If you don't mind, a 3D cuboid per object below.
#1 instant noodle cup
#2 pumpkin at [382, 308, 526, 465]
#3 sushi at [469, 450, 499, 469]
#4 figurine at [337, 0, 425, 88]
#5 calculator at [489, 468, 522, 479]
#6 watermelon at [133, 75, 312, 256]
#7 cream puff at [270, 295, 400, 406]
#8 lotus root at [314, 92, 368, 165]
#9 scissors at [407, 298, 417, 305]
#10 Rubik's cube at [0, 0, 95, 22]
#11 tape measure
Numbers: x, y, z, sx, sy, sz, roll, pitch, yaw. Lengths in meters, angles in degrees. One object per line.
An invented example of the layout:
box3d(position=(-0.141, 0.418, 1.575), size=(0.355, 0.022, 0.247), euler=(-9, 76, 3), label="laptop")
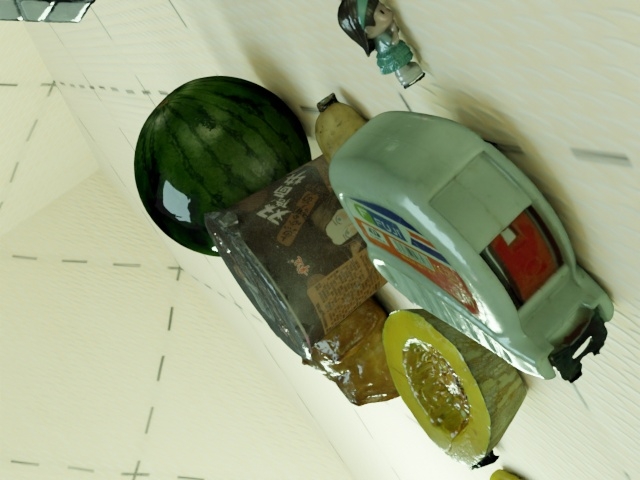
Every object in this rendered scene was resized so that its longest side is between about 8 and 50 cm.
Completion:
box3d(position=(0.000, 0.000, 1.566), size=(0.217, 0.207, 0.217), euler=(52, 168, 16), label="instant noodle cup")
box3d(position=(0.180, 0.166, 1.626), size=(0.217, 0.110, 0.217), euler=(55, 160, 31), label="pumpkin")
box3d(position=(0.223, 0.302, 1.928), size=(0.085, 0.056, 0.083), euler=(45, 165, 42), label="sushi")
box3d(position=(0.056, -0.191, 1.202), size=(0.106, 0.047, 0.060), euler=(50, -153, -20), label="figurine")
box3d(position=(0.315, 0.412, 1.941), size=(0.146, 0.032, 0.235), euler=(56, 167, -8), label="calculator")
box3d(position=(-0.128, -0.098, 1.719), size=(0.242, 0.242, 0.242), euler=(51, 168, 15), label="watermelon")
box3d(position=(0.032, 0.135, 2.001), size=(0.269, 0.155, 0.241), euler=(30, 159, 49), label="cream puff")
box3d(position=(0.038, -0.099, 1.467), size=(0.152, 0.063, 0.072), euler=(55, 136, 14), label="lotus root")
box3d(position=(0.074, 0.012, 1.775), size=(0.212, 0.021, 0.110), euler=(42, 161, 43), label="scissors")
box3d(position=(-0.372, -0.432, 1.652), size=(0.264, 0.319, 0.319), euler=(29, 174, -13), label="Rubik's cube")
box3d(position=(0.137, -0.009, 1.204), size=(0.243, 0.125, 0.246), euler=(29, 156, 50), label="tape measure")
